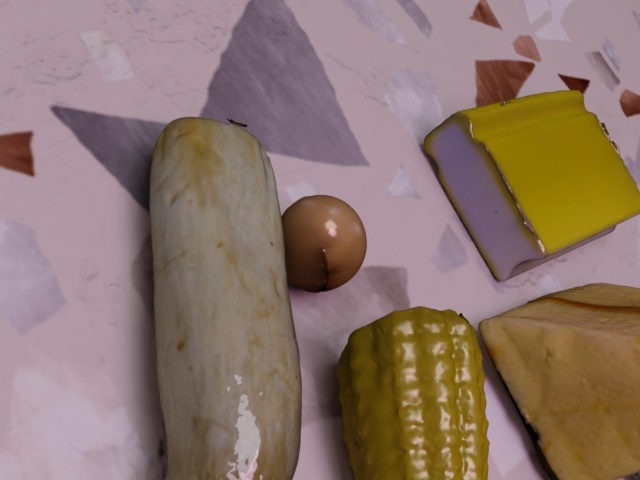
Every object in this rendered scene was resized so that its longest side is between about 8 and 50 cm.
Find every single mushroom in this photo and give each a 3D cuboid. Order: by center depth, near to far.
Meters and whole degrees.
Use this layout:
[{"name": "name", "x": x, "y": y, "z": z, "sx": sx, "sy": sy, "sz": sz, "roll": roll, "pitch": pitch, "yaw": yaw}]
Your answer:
[{"name": "mushroom", "x": -0.064, "y": 0.052, "z": 0.649, "sx": 0.100, "sy": 0.081, "sz": 0.312, "roll": 21, "pitch": 50, "yaw": -36}]

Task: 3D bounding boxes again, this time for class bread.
[{"name": "bread", "x": 0.291, "y": 0.076, "z": 0.797, "sx": 0.168, "sy": 0.264, "sz": 0.163, "roll": -15, "pitch": 75, "yaw": -50}]

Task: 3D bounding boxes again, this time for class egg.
[{"name": "egg", "x": 0.000, "y": 0.000, "z": 0.732, "sx": 0.071, "sy": 0.083, "sz": 0.071, "roll": 4, "pitch": 62, "yaw": -8}]

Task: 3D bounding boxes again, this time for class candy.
[{"name": "candy", "x": 0.068, "y": 0.152, "z": 0.679, "sx": 0.094, "sy": 0.106, "sz": 0.198, "roll": 28, "pitch": 50, "yaw": -48}]

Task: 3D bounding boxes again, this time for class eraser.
[{"name": "eraser", "x": 0.215, "y": -0.063, "z": 0.961, "sx": 0.226, "sy": 0.069, "sz": 0.158, "roll": -18, "pitch": 78, "yaw": -45}]

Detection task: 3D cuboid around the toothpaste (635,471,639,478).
[{"name": "toothpaste", "x": 0.348, "y": 0.309, "z": 0.848, "sx": 0.078, "sy": 0.047, "sz": 0.248, "roll": -2, "pitch": 62, "yaw": -45}]
